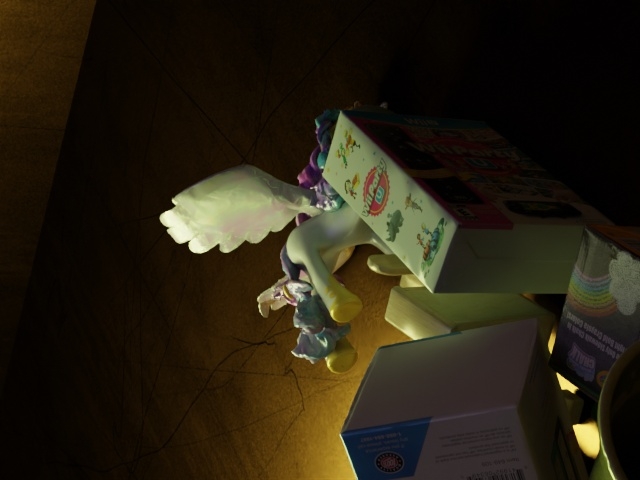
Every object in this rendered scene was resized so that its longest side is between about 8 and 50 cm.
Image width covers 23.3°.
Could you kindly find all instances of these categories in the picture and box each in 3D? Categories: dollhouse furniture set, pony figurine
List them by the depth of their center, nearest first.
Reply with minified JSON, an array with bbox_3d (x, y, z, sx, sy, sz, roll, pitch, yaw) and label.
[{"bbox_3d":[0.138,0.229,1.900,0.303,0.173,0.356,35,119,48],"label":"dollhouse furniture set"},{"bbox_3d":[0.000,0.000,2.166,0.351,0.303,0.363,-37,45,15],"label":"pony figurine"}]

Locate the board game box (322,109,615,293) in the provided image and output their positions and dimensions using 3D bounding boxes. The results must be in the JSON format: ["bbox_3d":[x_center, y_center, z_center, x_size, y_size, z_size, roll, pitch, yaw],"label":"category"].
[{"bbox_3d":[0.169,-0.048,1.852,0.303,0.224,0.098,47,128,52],"label":"board game box"}]

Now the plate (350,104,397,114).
[{"bbox_3d":[0.099,-0.098,2.027,0.024,0.188,0.188,-33,59,42],"label":"plate"}]

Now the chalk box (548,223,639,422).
[{"bbox_3d":[0.339,0.104,1.631,0.132,0.132,0.213,38,122,55],"label":"chalk box"}]

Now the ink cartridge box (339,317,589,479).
[{"bbox_3d":[0.171,0.260,1.687,0.197,0.198,0.270,-60,-45,-61],"label":"ink cartridge box"}]

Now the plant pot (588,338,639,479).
[{"bbox_3d":[0.358,0.265,1.487,0.254,0.276,0.276,107,150,-48],"label":"plant pot"}]
